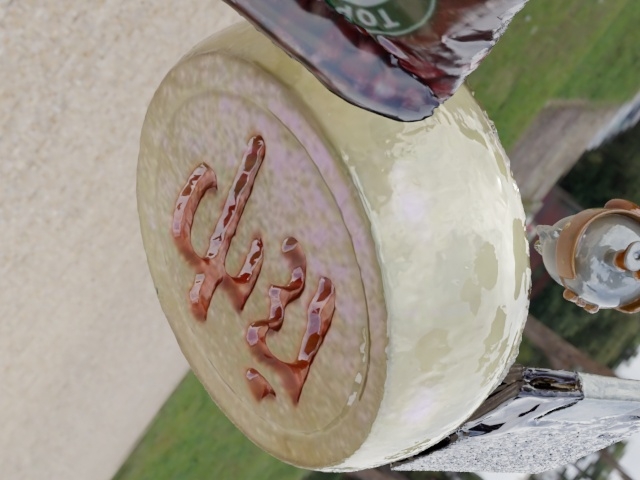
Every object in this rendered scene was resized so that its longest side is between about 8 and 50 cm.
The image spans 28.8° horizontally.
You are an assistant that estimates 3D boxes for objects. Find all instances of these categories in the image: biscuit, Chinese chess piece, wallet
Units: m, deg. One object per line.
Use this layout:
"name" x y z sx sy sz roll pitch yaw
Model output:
"biscuit" 0.036 -0.128 0.447 0.063 0.151 0.235 -50 -169 -33
"Chinese chess piece" 0.000 0.000 0.731 0.112 0.270 0.270 -19 157 -33
"wallet" 0.201 0.183 1.241 0.262 0.221 0.071 -36 -130 51

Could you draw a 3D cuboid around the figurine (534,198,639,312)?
"figurine" 0.344 0.026 1.579 0.143 0.143 0.271 -53 -169 -22
